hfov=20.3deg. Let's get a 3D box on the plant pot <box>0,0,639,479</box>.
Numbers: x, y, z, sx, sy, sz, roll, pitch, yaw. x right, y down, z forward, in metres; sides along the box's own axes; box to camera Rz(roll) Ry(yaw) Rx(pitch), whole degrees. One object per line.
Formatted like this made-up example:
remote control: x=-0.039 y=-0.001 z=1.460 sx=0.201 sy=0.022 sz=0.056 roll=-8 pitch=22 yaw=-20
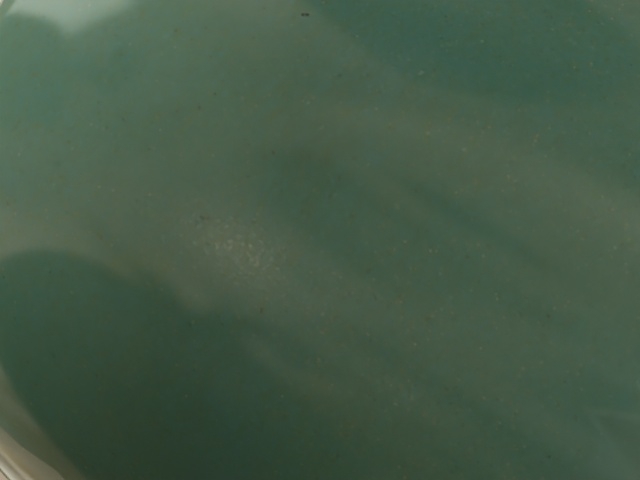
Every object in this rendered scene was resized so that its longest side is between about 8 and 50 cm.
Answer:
plant pot: x=0.000 y=0.000 z=0.612 sx=0.293 sy=0.235 sz=0.293 roll=25 pitch=-90 yaw=-88
